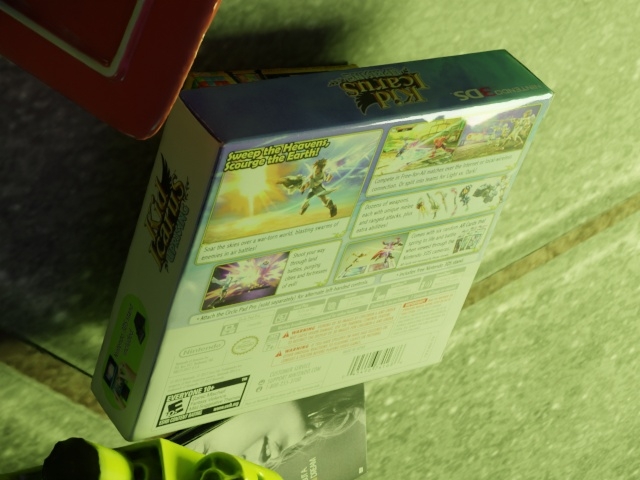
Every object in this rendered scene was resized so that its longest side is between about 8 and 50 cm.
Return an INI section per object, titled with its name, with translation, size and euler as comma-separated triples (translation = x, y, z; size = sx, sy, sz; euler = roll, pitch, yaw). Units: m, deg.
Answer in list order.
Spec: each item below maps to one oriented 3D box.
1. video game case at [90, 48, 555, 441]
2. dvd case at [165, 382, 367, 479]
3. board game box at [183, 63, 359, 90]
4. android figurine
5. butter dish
[video game case]
translation = 0.000, 0.000, 1.191
size = 0.270, 0.061, 0.244
euler = -11, 136, -37
[dvd case]
translation = -0.057, 0.183, 1.439
size = 0.221, 0.018, 0.164
euler = -27, 141, -21
[board game box]
translation = -0.043, -0.032, 1.213
size = 0.141, 0.048, 0.170
euler = -7, 131, -37
[android figurine]
translation = -0.146, 0.189, 1.247
size = 0.248, 0.056, 0.273
euler = -14, 159, 14
[butter dish]
translation = -0.101, -0.161, 0.972
size = 0.118, 0.160, 0.160
euler = -27, 146, -59
